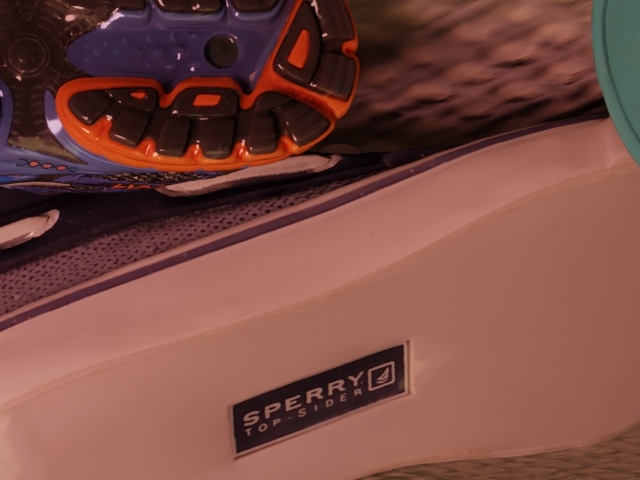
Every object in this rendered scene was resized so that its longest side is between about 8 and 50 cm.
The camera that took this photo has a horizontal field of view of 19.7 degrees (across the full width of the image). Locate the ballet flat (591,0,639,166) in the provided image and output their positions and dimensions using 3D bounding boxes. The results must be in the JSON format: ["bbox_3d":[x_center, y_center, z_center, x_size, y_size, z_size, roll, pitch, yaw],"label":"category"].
[{"bbox_3d":[0.223,-0.087,0.342,0.139,0.139,0.400,14,162,-32],"label":"ballet flat"}]

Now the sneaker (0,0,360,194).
[{"bbox_3d":[-0.103,-0.043,0.537,0.221,0.083,0.087,6,166,-6],"label":"sneaker"}]

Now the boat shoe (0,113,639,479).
[{"bbox_3d":[0.000,0.000,0.631,0.340,0.158,0.127,-13,127,-24],"label":"boat shoe"}]
